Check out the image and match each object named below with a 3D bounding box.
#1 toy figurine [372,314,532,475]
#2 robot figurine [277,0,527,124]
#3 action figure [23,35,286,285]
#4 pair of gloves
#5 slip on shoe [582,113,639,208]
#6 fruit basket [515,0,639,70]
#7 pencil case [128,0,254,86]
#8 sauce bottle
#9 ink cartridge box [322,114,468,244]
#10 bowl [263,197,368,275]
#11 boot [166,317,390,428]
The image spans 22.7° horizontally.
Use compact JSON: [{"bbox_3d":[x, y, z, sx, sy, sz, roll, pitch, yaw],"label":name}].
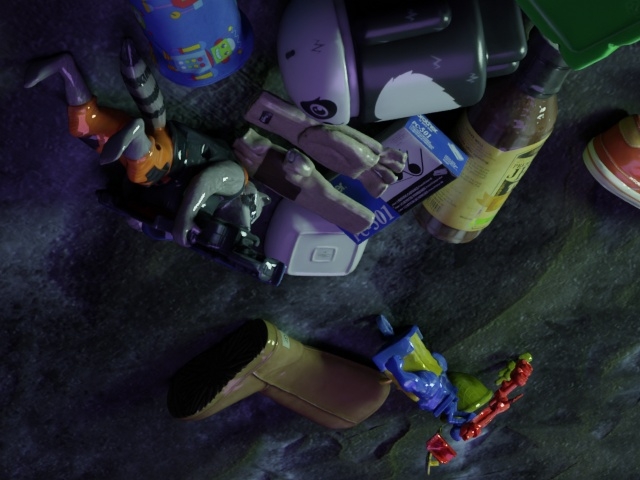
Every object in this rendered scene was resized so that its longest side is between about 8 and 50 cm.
[{"bbox_3d":[0.175,0.178,2.386,0.191,0.217,0.362,-43,178,14],"label":"toy figurine"},{"bbox_3d":[0.090,-0.222,1.818,0.278,0.173,0.209,-9,134,-4],"label":"robot figurine"},{"bbox_3d":[-0.157,-0.085,1.896,0.330,0.341,0.178,37,81,-52],"label":"action figure"},{"bbox_3d":[-0.008,-0.099,1.969,0.204,0.042,0.240,27,157,-1],"label":"pair of gloves"},{"bbox_3d":[0.503,-0.078,2.160,0.331,0.123,0.101,23,126,-30],"label":"slip on shoe"},{"bbox_3d":[0.395,-0.373,1.669,0.392,0.392,0.283,-35,106,27],"label":"fruit basket"},{"bbox_3d":[-0.169,-0.299,1.700,0.119,0.133,0.306,-36,144,-9],"label":"pencil case"},{"bbox_3d":[0.227,-0.137,2.011,0.111,0.111,0.344,6,140,-22],"label":"sauce bottle"},{"bbox_3d":[0.084,-0.079,2.036,0.097,0.046,0.207,42,136,-13],"label":"ink cartridge box"},{"bbox_3d":[0.000,0.000,2.173,0.142,0.053,0.142,2,139,-15],"label":"bowl"},{"bbox_3d":[-0.062,0.237,2.426,0.236,0.089,0.269,-34,138,27],"label":"boot"}]
